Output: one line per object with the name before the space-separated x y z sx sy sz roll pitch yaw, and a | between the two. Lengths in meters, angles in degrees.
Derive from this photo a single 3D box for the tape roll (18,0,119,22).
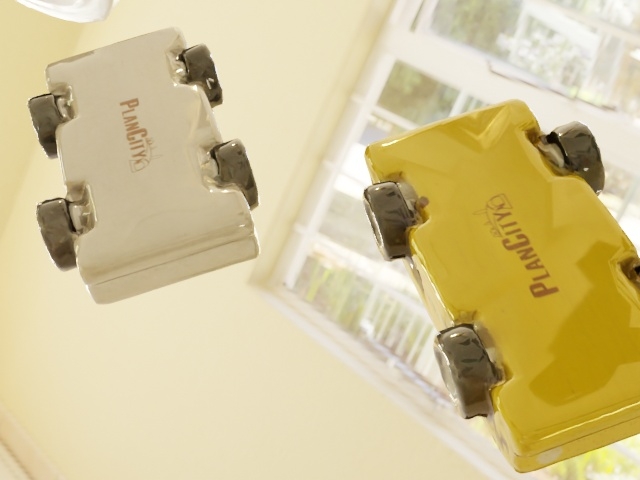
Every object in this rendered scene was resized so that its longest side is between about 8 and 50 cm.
tape roll | -0.263 -0.306 0.918 0.286 0.100 0.286 30 -15 9

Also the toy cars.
toy cars | 0.000 0.000 0.523 0.394 0.087 0.176 18 50 31
